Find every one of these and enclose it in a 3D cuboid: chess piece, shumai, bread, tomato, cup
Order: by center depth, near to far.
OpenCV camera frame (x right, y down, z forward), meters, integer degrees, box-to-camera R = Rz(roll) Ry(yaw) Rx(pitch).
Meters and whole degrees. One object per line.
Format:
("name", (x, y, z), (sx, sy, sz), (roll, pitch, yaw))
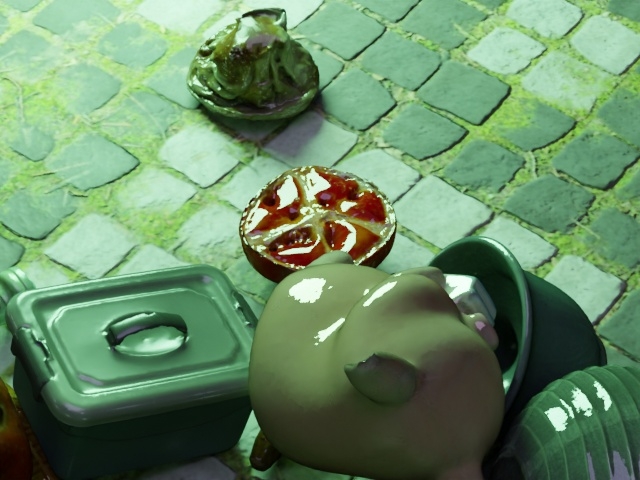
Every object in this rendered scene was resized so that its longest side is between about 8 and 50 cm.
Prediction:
("bread", (-0.272, 0.187, 1.709), (0.052, 0.044, 0.157), (-34, 56, -12))
("cup", (0.181, 0.107, 1.724), (0.150, 0.199, 0.199), (14, 40, -32))
("chess piece", (-0.337, 0.086, 1.799), (0.149, 0.059, 0.059), (-35, 57, -20))
("tomato", (0.000, 0.000, 1.869), (0.156, 0.069, 0.155), (-1, 45, 1))
("shumai", (-0.067, -0.198, 2.016), (0.145, 0.116, 0.145), (0, 46, 0))

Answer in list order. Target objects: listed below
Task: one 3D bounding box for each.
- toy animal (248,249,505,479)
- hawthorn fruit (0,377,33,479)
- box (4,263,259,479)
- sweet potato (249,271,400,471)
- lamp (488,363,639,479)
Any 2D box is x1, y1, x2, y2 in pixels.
("toy animal", (0.061, 0.115, 1.610), (0.213, 0.195, 0.256), (-46, 25, -29))
("hawthorn fruit", (-0.282, 0.215, 1.596), (0.285, 0.165, 0.165), (38, 57, 26))
("box", (-0.164, 0.115, 1.697), (0.227, 0.130, 0.162), (-10, 46, -28))
("sweet potato", (0.018, 0.120, 1.772), (0.057, 0.057, 0.264), (23, 53, 19))
("lamp", (0.257, 0.234, 1.558), (0.233, 0.233, 0.265), (-5, 43, -6))
